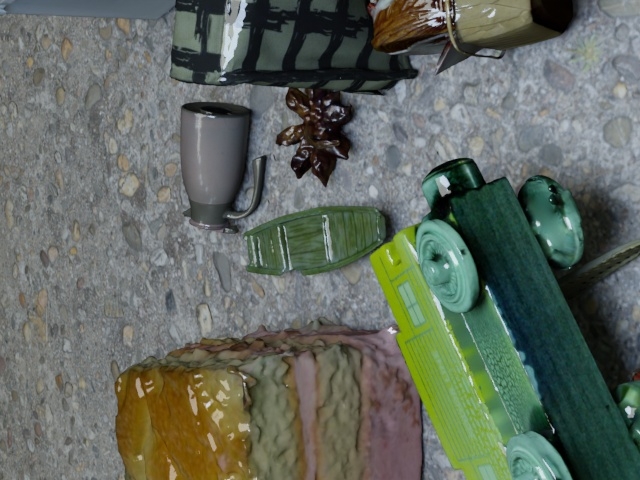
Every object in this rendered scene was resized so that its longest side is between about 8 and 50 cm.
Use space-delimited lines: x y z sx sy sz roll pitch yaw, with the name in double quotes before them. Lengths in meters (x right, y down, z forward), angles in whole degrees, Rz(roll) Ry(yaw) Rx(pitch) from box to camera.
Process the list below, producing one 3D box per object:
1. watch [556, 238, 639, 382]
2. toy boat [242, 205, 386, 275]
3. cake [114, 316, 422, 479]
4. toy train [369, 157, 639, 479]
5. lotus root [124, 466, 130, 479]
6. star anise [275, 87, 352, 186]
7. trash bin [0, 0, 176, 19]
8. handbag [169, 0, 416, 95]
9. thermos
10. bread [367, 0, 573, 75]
"watch" 0.352 0.081 1.102 0.268 0.102 0.165 -34 70 52
"toy boat" 0.000 0.000 1.494 0.293 0.055 0.093 -11 85 48
"cake" -0.065 0.263 1.410 0.314 0.306 0.293 0 97 47
"toy train" 0.206 0.134 1.145 0.442 0.179 0.272 67 160 8
"lotus root" -0.175 0.417 1.654 0.322 0.158 0.140 37 120 31
"star anise" -0.006 -0.158 1.487 0.168 0.057 0.168 -2 87 56
"trash bin" -0.389 -0.463 1.644 0.296 0.367 0.256 -27 73 44
"handbag" -0.018 -0.344 1.281 0.162 0.327 0.325 17 106 47
"thermos" -0.151 -0.107 1.627 0.137 0.105 0.193 10 107 15
"bread" 0.159 -0.257 1.171 0.211 0.224 0.143 -4 93 26
